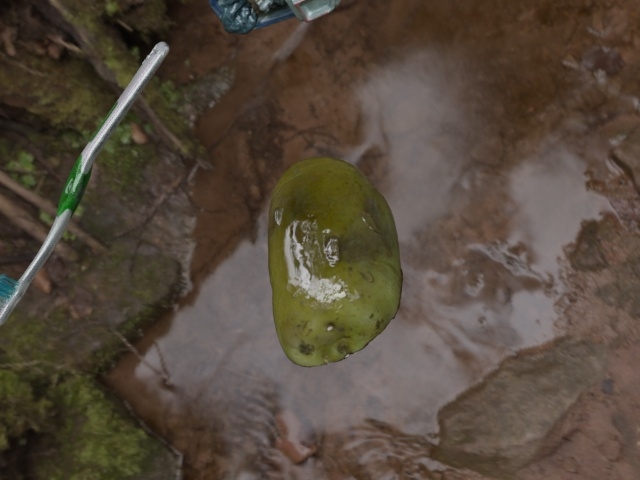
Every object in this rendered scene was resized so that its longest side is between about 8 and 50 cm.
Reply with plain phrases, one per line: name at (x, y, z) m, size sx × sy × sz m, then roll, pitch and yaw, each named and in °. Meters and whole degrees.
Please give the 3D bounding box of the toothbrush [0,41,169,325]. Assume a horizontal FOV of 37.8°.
toothbrush at (-0.304, -0.074, 1.184) m, size 0.418 × 0.040 × 0.042 m, roll -57°, pitch 29°, yaw -5°

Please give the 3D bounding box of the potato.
potato at (0.000, 0.000, 1.088) m, size 0.160 × 0.111 × 0.271 m, roll -15°, pitch 52°, yaw 17°

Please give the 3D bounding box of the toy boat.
toy boat at (-0.017, -0.189, 0.693) m, size 0.140 × 0.059 × 0.066 m, roll -21°, pitch 53°, yaw 18°
